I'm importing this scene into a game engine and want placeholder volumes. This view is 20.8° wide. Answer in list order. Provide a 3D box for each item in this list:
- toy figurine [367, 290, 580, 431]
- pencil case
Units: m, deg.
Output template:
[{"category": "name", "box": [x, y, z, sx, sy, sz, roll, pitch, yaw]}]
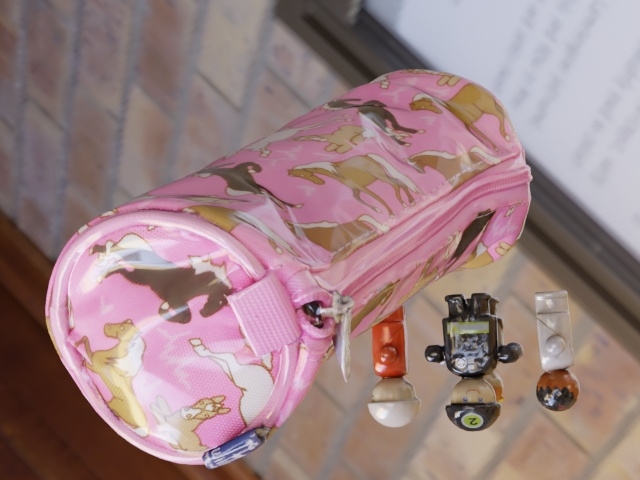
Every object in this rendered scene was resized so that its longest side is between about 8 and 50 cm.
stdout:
[{"category": "toy figurine", "box": [0.173, 0.135, 1.955, 0.210, 0.148, 0.213, 0, 175, -39]}, {"category": "pencil case", "box": [0.000, 0.000, 1.082, 0.160, 0.167, 0.386, -59, 167, 29]}]
